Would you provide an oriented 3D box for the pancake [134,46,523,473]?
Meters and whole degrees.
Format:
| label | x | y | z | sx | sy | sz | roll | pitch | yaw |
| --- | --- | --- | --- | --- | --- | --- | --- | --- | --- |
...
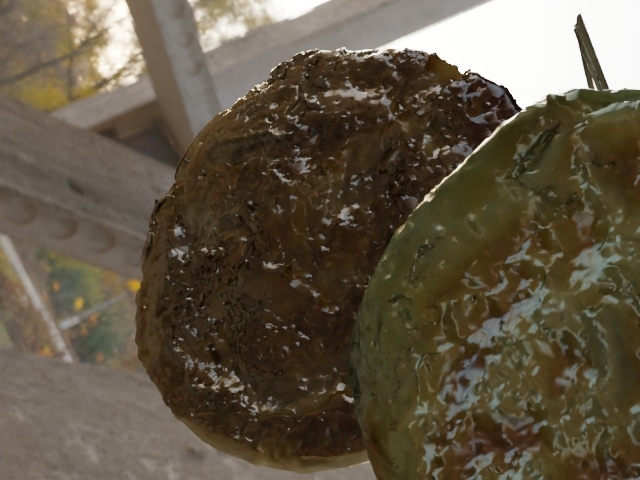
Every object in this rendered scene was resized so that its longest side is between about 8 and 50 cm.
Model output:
| label | x | y | z | sx | sy | sz | roll | pitch | yaw |
| --- | --- | --- | --- | --- | --- | --- | --- | --- | --- |
| pancake | -0.001 | -0.001 | 0.748 | 0.356 | 0.356 | 0.065 | 54 | 5 | 35 |

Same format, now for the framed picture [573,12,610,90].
| label | x | y | z | sx | sy | sz | roll | pitch | yaw |
| --- | --- | --- | --- | --- | --- | --- | --- | --- | --- |
| framed picture | 0.408 | -0.139 | 1.373 | 0.232 | 0.019 | 0.296 | 57 | 21 | -50 |

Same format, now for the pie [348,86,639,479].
| label | x | y | z | sx | sy | sz | roll | pitch | yaw |
| --- | --- | --- | --- | --- | --- | --- | --- | --- | --- |
| pie | 0.157 | 0.063 | 0.504 | 0.067 | 0.303 | 0.302 | -115 | -176 | -69 |
